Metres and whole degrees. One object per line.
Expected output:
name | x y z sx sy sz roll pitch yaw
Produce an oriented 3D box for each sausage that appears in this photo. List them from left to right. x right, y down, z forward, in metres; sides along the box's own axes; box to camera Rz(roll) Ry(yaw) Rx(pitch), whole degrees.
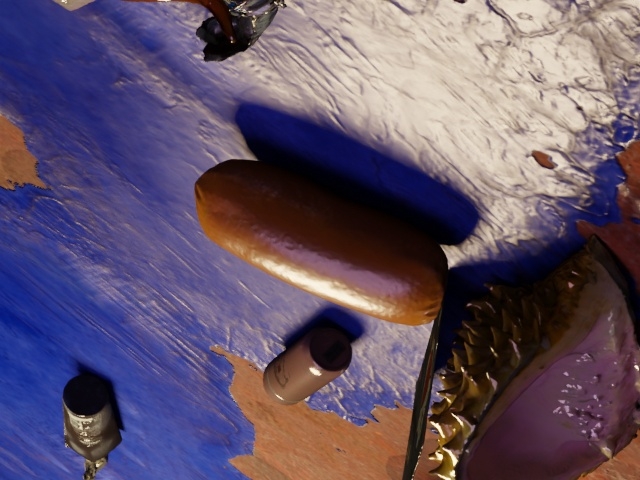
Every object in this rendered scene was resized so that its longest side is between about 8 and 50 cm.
sausage | 0.000 0.000 1.663 0.238 0.098 0.098 23 153 12

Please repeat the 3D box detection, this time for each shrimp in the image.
shrimp | -0.058 -0.197 1.432 0.174 0.076 0.082 99 150 -67

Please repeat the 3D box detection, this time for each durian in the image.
durian | 0.162 0.137 1.627 0.185 0.195 0.305 29 157 20

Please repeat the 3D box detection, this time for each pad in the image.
pad | 0.090 0.156 1.757 0.006 0.170 0.245 9 152 0

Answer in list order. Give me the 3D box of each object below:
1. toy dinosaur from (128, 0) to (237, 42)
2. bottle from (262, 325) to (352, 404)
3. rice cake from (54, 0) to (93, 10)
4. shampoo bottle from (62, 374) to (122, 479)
toy dinosaur | -0.246 -0.252 1.463 0.432 0.097 0.208 36 150 -1
bottle | -0.014 0.126 1.938 0.053 0.053 0.140 34 154 -7
rice cake | -0.155 -0.219 1.504 0.047 0.036 0.206 33 155 -24
shampoo bottle | -0.285 0.235 2.404 0.057 0.063 0.208 34 156 16
